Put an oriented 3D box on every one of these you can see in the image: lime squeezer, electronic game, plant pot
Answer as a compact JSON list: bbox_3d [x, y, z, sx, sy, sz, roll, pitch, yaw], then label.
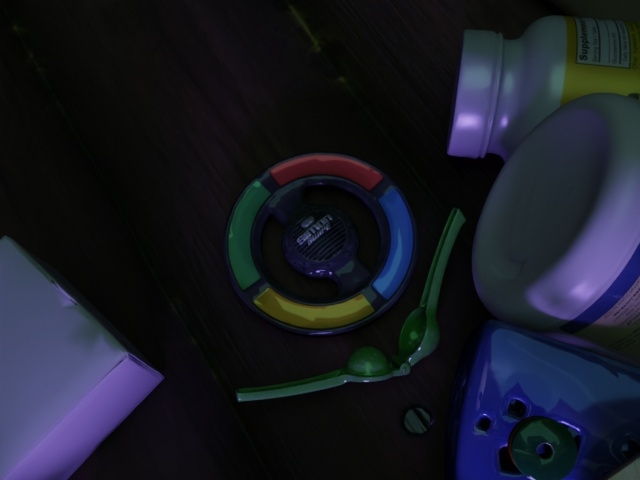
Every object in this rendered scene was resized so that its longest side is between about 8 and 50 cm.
[{"bbox_3d":[0.062,0.106,0.793,0.310,0.110,0.059,-39,33,-6],"label":"lime squeezer"},{"bbox_3d":[0.000,0.000,0.861,0.229,0.048,0.229,-2,70,4],"label":"electronic game"},{"bbox_3d":[0.217,0.216,0.672,0.236,0.236,0.212,20,79,10],"label":"plant pot"}]

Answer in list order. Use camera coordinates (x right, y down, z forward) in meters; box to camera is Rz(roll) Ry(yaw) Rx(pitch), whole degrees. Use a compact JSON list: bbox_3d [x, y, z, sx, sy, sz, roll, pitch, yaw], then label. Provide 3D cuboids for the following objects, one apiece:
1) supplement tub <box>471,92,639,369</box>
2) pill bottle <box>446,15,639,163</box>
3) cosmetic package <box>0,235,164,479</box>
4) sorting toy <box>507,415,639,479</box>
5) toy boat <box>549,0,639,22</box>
[{"bbox_3d":[0.330,0.025,0.691,0.316,0.228,0.228,24,71,-14],"label":"supplement tub"},{"bbox_3d":[0.316,-0.146,0.818,0.334,0.188,0.188,7,70,7],"label":"pill bottle"},{"bbox_3d":[-0.368,0.200,0.756,0.197,0.155,0.365,42,77,16],"label":"cosmetic package"},{"bbox_3d":[0.262,0.222,0.530,0.132,0.046,0.274,-34,80,-1],"label":"sorting toy"},{"bbox_3d":[0.368,-0.363,0.938,0.151,0.151,0.231,-28,67,-37],"label":"toy boat"}]
